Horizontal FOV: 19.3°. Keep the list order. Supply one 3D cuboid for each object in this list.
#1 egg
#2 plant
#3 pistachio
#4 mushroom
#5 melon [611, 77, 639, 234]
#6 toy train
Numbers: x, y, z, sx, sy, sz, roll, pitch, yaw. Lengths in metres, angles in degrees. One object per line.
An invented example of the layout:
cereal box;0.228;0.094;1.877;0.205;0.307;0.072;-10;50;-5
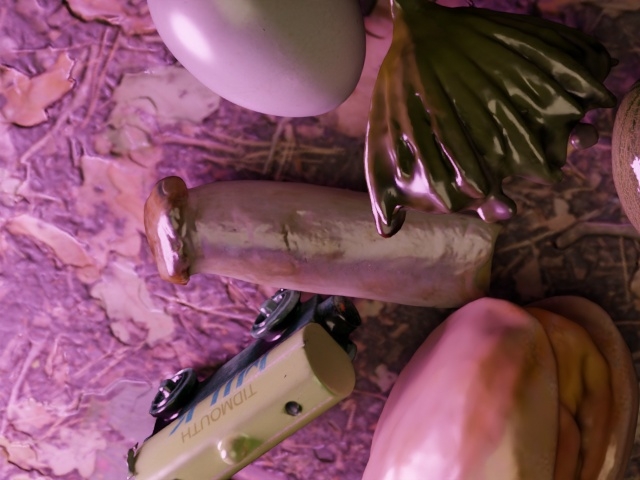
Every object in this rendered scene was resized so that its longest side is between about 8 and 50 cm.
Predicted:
egg;-0.048;-0.184;1.509;0.151;0.151;0.209;-32;121;21
plant;0.074;-0.165;1.502;0.251;0.180;0.333;-38;91;-22
pistachio;0.146;0.188;1.647;0.230;0.230;0.309;23;113;-4
mushroom;0.000;0.000;1.641;0.312;0.081;0.100;5;121;0
melon;0.312;-0.053;1.537;0.139;0.139;0.192;-21;114;17
toy train;-0.069;0.149;1.678;0.253;0.157;0.105;-36;108;22
